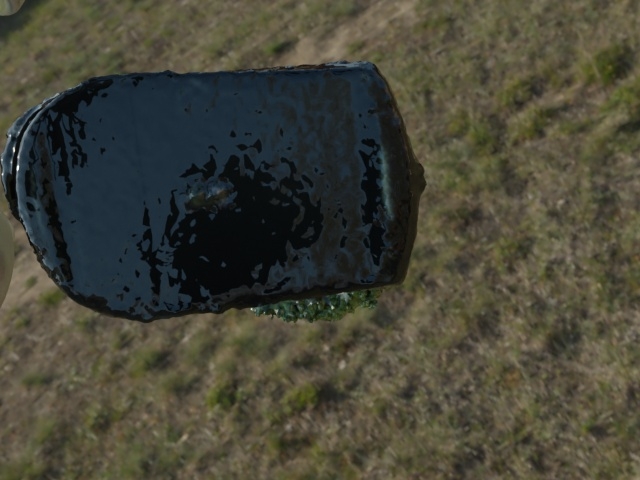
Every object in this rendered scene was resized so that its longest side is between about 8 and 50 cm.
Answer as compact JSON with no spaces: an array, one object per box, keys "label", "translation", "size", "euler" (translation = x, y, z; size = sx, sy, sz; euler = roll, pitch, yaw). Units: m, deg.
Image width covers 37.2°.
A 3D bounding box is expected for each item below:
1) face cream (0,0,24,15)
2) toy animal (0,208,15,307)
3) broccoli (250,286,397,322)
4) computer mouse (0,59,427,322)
[{"label":"face cream","translation":[-0.191,-0.317,0.709],"size":[0.092,0.092,0.311],"euler":[5,64,49]},{"label":"toy animal","translation":[-0.411,-0.006,0.856],"size":[0.212,0.267,0.212],"euler":[-8,54,11]},{"label":"broccoli","translation":[-0.001,0.001,1.132],"size":[0.226,0.198,0.176],"euler":[-21,-6,-16]},{"label":"computer mouse","translation":[-0.074,-0.037,0.662],"size":[0.295,0.168,0.087],"euler":[-3,13,7]}]
